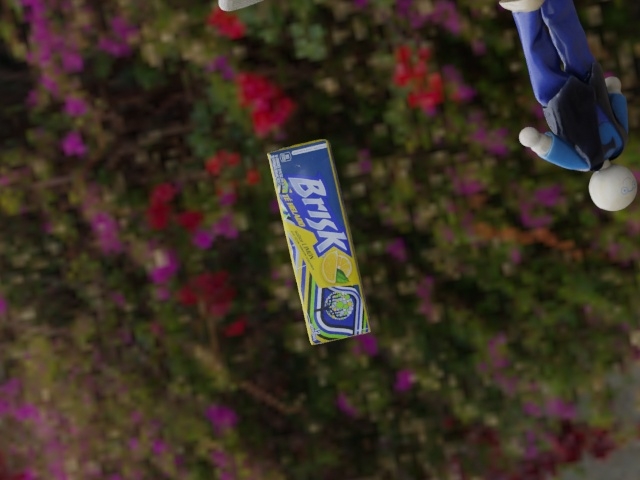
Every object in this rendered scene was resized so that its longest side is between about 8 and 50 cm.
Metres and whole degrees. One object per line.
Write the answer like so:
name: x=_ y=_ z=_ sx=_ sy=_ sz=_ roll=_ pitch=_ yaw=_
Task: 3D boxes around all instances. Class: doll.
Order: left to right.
doll: x=0.195 y=-0.107 z=1.396 sx=0.129 sy=0.046 sz=0.189 roll=-37 pitch=-70 yaw=-39

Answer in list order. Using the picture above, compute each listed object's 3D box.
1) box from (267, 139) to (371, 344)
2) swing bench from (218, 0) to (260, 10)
box: x=0.000 y=0.000 z=1.549 sx=0.059 sy=0.054 sz=0.169 roll=-57 pitch=-47 yaw=-86
swing bench: x=-0.093 y=-0.360 z=1.420 sx=0.165 sy=0.255 sz=0.253 roll=-32 pitch=-36 yaw=-40
